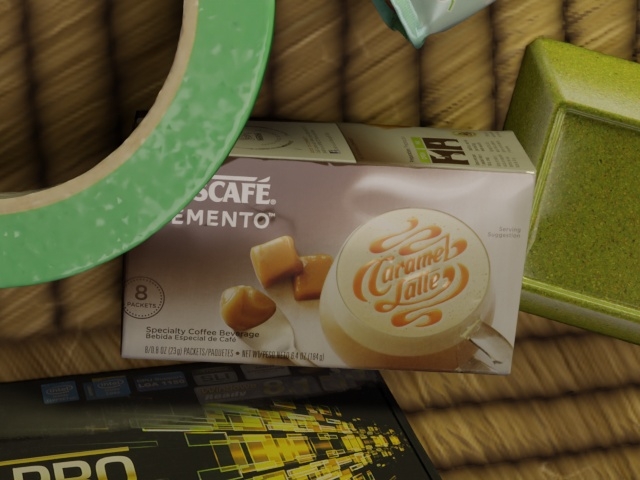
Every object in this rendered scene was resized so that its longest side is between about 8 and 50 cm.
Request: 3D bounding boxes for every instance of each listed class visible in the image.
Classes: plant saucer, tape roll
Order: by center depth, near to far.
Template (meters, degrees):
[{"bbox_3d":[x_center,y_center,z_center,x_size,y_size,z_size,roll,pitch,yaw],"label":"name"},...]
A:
[{"bbox_3d":[-0.185,-0.136,0.974,0.321,0.077,0.321,0,96,-1],"label":"tape roll"},{"bbox_3d":[0.203,-0.019,1.155,0.188,0.045,0.188,16,107,6],"label":"plant saucer"}]

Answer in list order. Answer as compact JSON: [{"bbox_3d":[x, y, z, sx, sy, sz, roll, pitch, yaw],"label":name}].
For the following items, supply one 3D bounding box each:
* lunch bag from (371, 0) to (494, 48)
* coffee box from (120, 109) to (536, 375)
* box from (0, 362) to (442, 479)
[{"bbox_3d":[0.070,-0.279,1.001,0.223,0.160,0.262,-31,104,2],"label":"lunch bag"},{"bbox_3d":[0.000,0.000,1.100,0.246,0.098,0.141,4,110,-6],"label":"coffee box"},{"bbox_3d":[-0.121,0.187,1.041,0.394,0.318,0.097,-5,111,-11],"label":"box"}]
